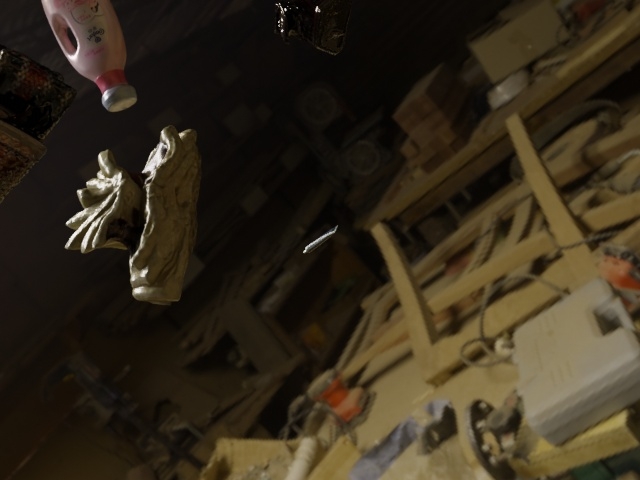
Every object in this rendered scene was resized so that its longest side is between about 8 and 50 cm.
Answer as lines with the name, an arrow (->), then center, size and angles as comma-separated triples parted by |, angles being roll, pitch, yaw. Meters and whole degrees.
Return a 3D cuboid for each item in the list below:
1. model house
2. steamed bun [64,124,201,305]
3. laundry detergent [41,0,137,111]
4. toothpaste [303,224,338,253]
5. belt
model house -> -0.025, -0.548, 1.879 | 0.141, 0.164, 0.203 | -33, -26, -35
steamed bun -> -0.403, -0.066, 1.710 | 0.247, 0.189, 0.428 | -21, 51, 35
laundry detergent -> -0.528, -0.460, 1.842 | 0.159, 0.335, 0.088 | -26, -4, 18
toothpaste -> 0.000, 0.000, 2.365 | 0.140, 0.021, 0.037 | -36, 17, 26
belt -> -0.393, -0.050, 0.855 | 0.359, 0.094, 0.126 | -49, 34, 18
